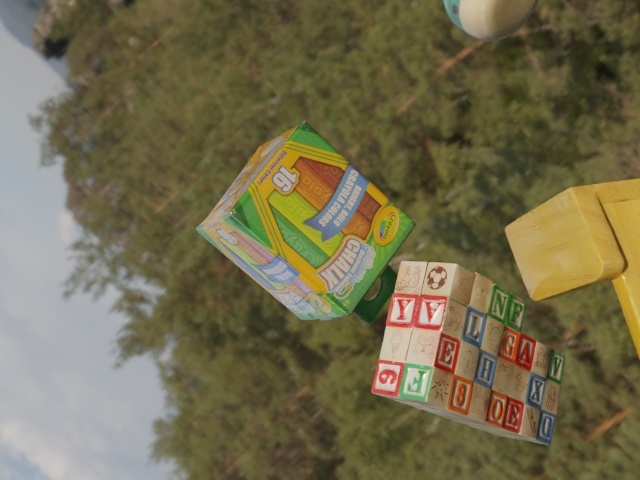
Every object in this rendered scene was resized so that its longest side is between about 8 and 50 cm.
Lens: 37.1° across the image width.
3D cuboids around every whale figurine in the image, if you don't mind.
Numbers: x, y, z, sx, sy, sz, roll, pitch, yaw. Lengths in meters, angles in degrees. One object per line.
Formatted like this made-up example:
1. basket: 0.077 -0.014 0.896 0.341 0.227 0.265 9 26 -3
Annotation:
1. whale figurine: 0.287 -0.482 1.635 0.141 0.216 0.272 35 142 41

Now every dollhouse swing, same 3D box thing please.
1. dollhouse swing: 0.464 0.079 1.175 0.315 0.346 0.305 129 133 -75

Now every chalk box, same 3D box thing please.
1. chalk box: 0.000 0.000 1.389 0.289 0.180 0.179 40 160 -13

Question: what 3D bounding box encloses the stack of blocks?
1. stack of blocks: 0.207 0.152 1.247 0.087 0.171 0.297 1 162 44
